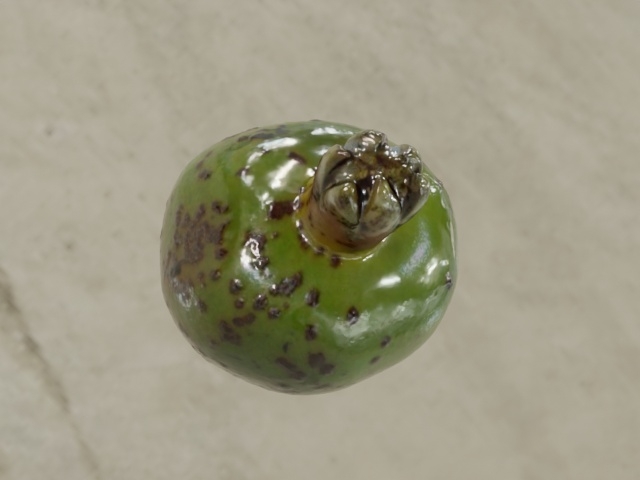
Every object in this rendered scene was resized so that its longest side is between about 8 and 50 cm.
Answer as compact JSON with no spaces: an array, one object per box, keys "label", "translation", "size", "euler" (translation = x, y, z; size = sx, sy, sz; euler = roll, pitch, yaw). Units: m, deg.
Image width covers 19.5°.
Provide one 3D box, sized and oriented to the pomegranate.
[{"label":"pomegranate","translation":[0.000,0.000,1.221],"size":[0.202,0.248,0.202],"euler":[6,65,-13]}]
